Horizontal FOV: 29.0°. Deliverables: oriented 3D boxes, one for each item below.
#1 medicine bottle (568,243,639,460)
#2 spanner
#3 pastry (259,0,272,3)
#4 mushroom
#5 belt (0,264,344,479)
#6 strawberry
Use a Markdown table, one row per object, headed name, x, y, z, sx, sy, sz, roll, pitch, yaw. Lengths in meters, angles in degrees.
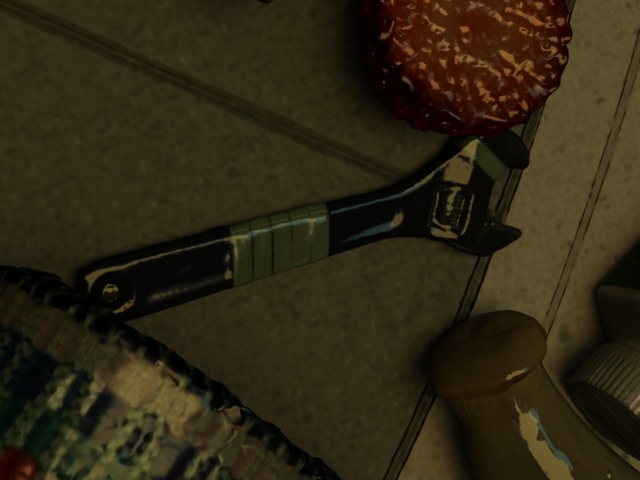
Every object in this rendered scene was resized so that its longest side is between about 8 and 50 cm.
| name | x | y | z | sx | sy | sz | roll | pitch | yaw |
| --- | --- | --- | --- | --- | --- | --- | --- | --- | --- |
| medicine bottle | 0.266 | 0.061 | 0.865 | 0.188 | 0.088 | 0.132 | -45 | 111 | -14 |
| spanner | 0.000 | 0.000 | 0.780 | 0.316 | 0.024 | 0.087 | -17 | 107 | -22 |
| pastry | 0.000 | -0.228 | 0.715 | 0.208 | 0.097 | 0.115 | -50 | 123 | -8 |
| mushroom | 0.158 | 0.162 | 0.826 | 0.108 | 0.096 | 0.247 | -34 | 106 | 12 |
| belt | -0.097 | 0.152 | 0.655 | 0.295 | 0.207 | 0.160 | 45 | 72 | -36 |
| strawberry | 0.083 | -0.129 | 0.768 | 0.145 | 0.086 | 0.145 | -3 | 96 | -26 |
